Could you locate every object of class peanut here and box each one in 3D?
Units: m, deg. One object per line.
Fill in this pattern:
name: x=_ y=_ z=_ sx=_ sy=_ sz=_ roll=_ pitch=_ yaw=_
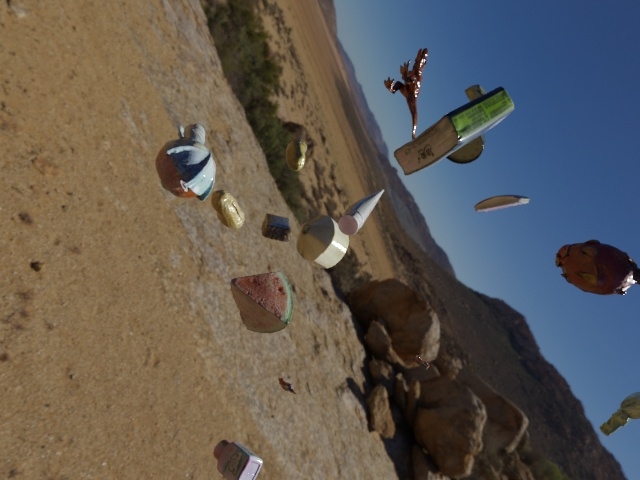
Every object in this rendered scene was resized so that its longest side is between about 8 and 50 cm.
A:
peanut: x=-0.287 y=-0.095 z=1.322 sx=0.174 sy=0.080 sz=0.080 roll=74 pitch=2 yaw=-59

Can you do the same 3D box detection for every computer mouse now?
computer mouse: x=0.819 y=-0.175 z=1.955 sx=0.245 sy=0.125 sz=0.056 roll=-14 pitch=-102 yaw=58

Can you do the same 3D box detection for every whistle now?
whistle: x=-0.329 y=-0.208 z=1.075 sx=0.142 sy=0.134 sz=0.346 roll=33 pitch=21 yaw=-29
whistle: x=1.021 y=0.582 z=1.431 sx=0.057 sy=0.198 sz=0.104 roll=48 pitch=1 yaw=12

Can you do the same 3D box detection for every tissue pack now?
tissue pack: x=0.491 y=-0.397 z=1.576 sx=0.124 sy=0.394 sz=0.288 roll=57 pitch=-33 yaw=0

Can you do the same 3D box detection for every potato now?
potato: x=-0.088 y=-0.308 z=1.531 sx=0.070 sy=0.092 sz=0.138 roll=20 pitch=40 yaw=-16

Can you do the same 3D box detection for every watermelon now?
watermelon: x=-0.238 y=0.250 z=1.895 sx=0.293 sy=0.250 sz=0.283 roll=63 pitch=30 yaw=-63

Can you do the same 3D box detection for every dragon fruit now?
dragon fruit: x=0.669 y=0.068 z=0.972 sx=0.125 sy=0.246 sz=0.125 roll=75 pitch=32 yaw=-55

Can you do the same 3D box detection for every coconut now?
coconut: x=0.000 y=0.000 z=1.757 sx=0.222 sy=0.202 sz=0.202 roll=38 pitch=30 yaw=-43

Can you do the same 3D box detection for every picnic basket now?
picnic basket: x=-0.160 y=-0.051 z=1.587 sx=0.193 sy=0.110 sz=0.055 roll=-111 pitch=-144 yaw=-70

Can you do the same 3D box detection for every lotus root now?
lotus root: x=0.662 y=-0.549 z=1.738 sx=0.143 sy=0.070 sz=0.144 roll=26 pitch=43 yaw=-38

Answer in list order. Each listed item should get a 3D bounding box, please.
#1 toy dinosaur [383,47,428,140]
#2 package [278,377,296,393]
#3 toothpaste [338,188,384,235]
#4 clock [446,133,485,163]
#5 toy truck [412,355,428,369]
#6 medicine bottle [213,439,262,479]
toy dinosaur: x=0.367 y=-0.634 z=1.824 sx=0.208 sy=0.097 sz=0.433 roll=14 pitch=87 yaw=-43
package: x=-0.152 y=0.673 z=1.982 sx=0.077 sy=0.033 sz=0.110 roll=49 pitch=-24 yaw=-24
toothpaste: x=0.126 y=-0.098 z=1.335 sx=0.066 sy=0.100 sz=0.323 roll=57 pitch=27 yaw=-8
clock: x=0.686 y=-0.469 z=2.090 sx=0.042 sy=0.214 sz=0.215 roll=-58 pitch=133 yaw=-38
toy truck: x=0.457 y=0.554 z=1.963 sx=0.083 sy=0.032 sz=0.024 roll=35 pitch=1 yaw=28
medicine bottle: x=-0.321 y=0.832 z=1.621 sx=0.094 sy=0.188 sz=0.119 roll=44 pitch=67 yaw=-40
